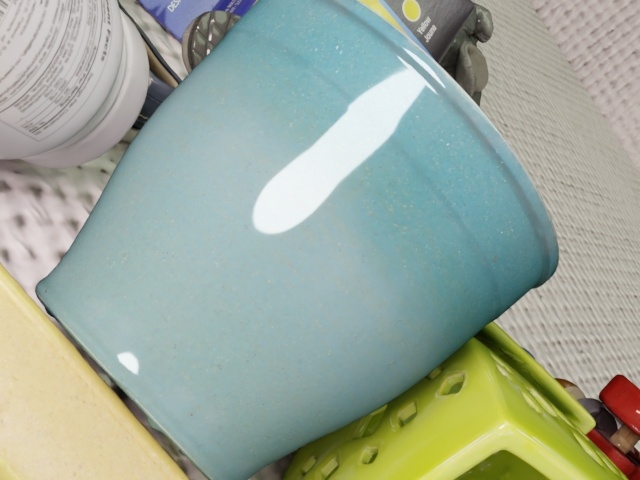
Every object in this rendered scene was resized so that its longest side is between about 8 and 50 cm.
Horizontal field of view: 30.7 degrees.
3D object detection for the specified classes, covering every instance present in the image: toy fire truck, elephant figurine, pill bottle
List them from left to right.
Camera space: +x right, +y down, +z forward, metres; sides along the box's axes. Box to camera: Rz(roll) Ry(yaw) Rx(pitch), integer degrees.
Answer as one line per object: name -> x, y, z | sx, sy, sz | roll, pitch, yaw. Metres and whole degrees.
pill bottle -> -0.222, -0.142, 0.735 | 0.160, 0.160, 0.283 | 61, 7, 16
elephant figurine -> 0.187, -0.237, 1.714 | 0.186, 0.169, 0.239 | 10, 59, -19
toy fire truck -> 0.300, 0.226, 1.309 | 0.302, 0.169, 0.254 | 37, 5, -35

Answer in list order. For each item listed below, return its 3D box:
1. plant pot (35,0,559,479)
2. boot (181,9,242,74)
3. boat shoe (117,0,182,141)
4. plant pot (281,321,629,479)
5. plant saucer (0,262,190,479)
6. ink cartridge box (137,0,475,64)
plant pot -> -0.031, 0.015, 0.759 | 0.271, 0.255, 0.272 | 44, -12, 12
boot -> -0.081, -0.126, 1.079 | 0.246, 0.161, 0.083 | 36, 73, -46
boat shoe -> -0.207, -0.208, 1.014 | 0.254, 0.079, 0.095 | 58, 24, 10
plant pot -> 0.101, 0.189, 0.884 | 0.227, 0.228, 0.207 | 41, 19, -27
plant saucer -> -0.229, 0.116, 0.538 | 0.333, 0.081, 0.333 | 51, 23, -7
ink cartridge box -> 0.001, -0.263, 1.291 | 0.307, 0.072, 0.304 | 45, 64, -25
